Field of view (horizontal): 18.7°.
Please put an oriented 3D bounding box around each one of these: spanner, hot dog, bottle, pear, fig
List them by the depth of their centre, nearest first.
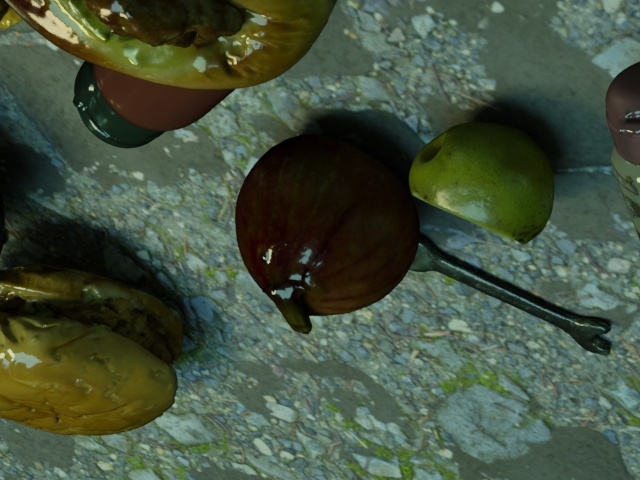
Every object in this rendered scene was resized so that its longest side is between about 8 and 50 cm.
[{"bbox_3d":[-0.173,-0.295,1.588,0.405,0.223,0.185,55,147,10],"label":"hot dog"},{"bbox_3d":[0.323,-0.061,1.755,0.110,0.110,0.233,1,136,32],"label":"bottle"},{"bbox_3d":[0.161,-0.063,1.863,0.141,0.104,0.141,28,180,0],"label":"pear"},{"bbox_3d":[-0.128,-0.189,1.867,0.144,0.144,0.336,37,144,-12],"label":"bottle"},{"bbox_3d":[0.001,-0.001,1.974,0.205,0.205,0.205,18,143,14],"label":"fig"},{"bbox_3d":[0.195,0.057,2.063,0.254,0.015,0.054,25,142,4],"label":"spanner"}]

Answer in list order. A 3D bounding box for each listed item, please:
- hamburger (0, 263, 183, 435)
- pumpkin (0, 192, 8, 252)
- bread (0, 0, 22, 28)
[{"bbox_3d":[-0.315,0.140,2.335,0.319,0.158,0.318,5,159,2],"label":"hamburger"},{"bbox_3d":[-0.511,-0.002,2.200,0.323,0.323,0.241,-10,119,41],"label":"pumpkin"},{"bbox_3d":[-0.372,-0.298,1.907,0.236,0.120,0.198,41,152,-7],"label":"bread"}]
